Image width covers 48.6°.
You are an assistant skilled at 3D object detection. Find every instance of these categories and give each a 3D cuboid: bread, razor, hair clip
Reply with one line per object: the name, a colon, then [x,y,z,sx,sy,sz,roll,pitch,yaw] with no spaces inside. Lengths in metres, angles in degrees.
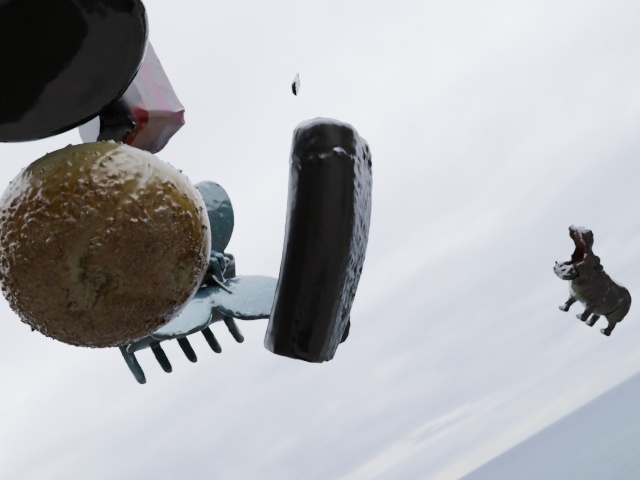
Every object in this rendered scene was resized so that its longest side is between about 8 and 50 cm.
bread: [-0.291,0.020,0.941,0.306,0.158,0.305,-5,-56,-8]
razor: [0.004,0.002,0.990,0.107,0.326,0.189,8,-1,18]
hair clip: [-0.265,0.115,1.443,0.318,0.392,0.238,-20,-31,-36]

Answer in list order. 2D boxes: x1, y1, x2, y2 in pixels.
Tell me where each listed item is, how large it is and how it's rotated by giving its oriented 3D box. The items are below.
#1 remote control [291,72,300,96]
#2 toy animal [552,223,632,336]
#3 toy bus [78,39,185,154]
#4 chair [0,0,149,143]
remote control: [-0.060,-0.381,1.731,0.014,0.096,0.039,-3,-63,6]
toy animal: [0.678,0.116,1.786,0.168,0.106,0.343,-48,-53,-5]
toy bus: [-0.341,-0.274,1.138,0.147,0.302,0.127,-11,-23,-42]
chair: [-0.453,-0.370,0.950,0.362,0.410,0.365,-39,-21,16]
